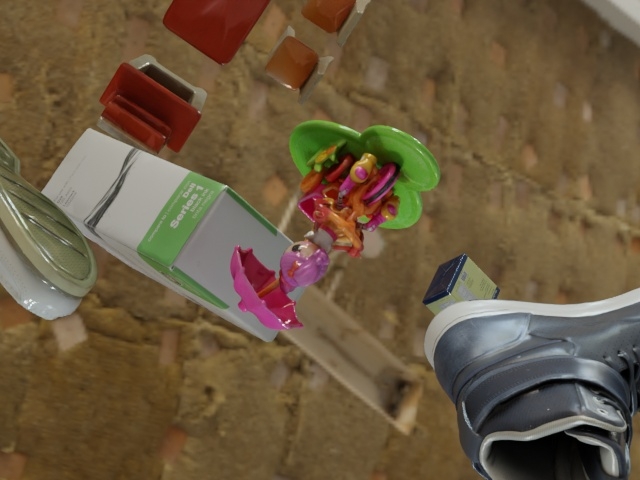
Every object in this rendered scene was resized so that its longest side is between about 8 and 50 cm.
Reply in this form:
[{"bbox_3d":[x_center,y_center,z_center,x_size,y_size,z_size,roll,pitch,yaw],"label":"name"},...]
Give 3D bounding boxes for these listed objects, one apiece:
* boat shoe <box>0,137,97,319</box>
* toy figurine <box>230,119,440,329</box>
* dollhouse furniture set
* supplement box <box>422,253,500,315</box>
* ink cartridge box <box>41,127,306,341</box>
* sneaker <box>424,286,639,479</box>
[{"bbox_3d":[-0.283,-0.016,0.937,0.103,0.302,0.113,-47,-43,1],"label":"boat shoe"},{"bbox_3d":[0.000,0.000,0.907,0.130,0.173,0.159,43,-115,-17],"label":"toy figurine"},{"bbox_3d":[-0.119,-0.217,1.166,0.262,0.259,0.135,33,-159,-7],"label":"dollhouse furniture set"},{"bbox_3d":[0.209,0.082,1.682,0.083,0.056,0.083,44,-132,-15],"label":"supplement box"},{"bbox_3d":[-0.137,-0.008,1.072,0.092,0.219,0.160,-57,-42,-9],"label":"ink cartridge box"},{"bbox_3d":[0.186,0.094,0.664,0.163,0.226,0.086,-102,7,-66],"label":"sneaker"}]
